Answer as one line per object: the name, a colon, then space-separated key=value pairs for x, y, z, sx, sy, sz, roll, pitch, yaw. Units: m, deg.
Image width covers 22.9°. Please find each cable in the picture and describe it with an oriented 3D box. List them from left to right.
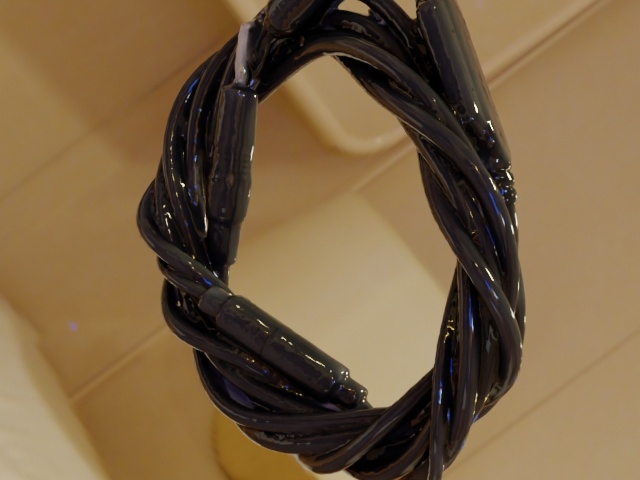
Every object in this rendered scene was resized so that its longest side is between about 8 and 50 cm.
cable: x=0.000 y=0.000 z=0.527 sx=0.047 sy=0.150 sz=0.184 roll=9 pitch=58 yaw=-52
